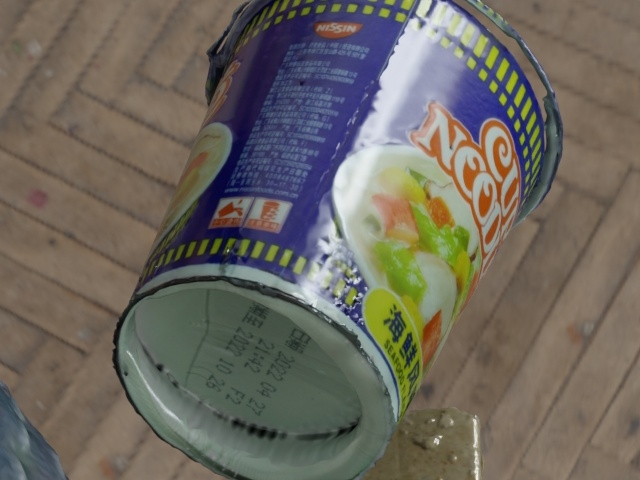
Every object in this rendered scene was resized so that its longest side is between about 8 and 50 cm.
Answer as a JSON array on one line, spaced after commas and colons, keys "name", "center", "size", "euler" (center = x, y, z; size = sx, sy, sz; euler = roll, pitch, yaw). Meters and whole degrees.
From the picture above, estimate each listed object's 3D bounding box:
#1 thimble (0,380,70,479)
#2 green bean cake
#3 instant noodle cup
[{"name": "thimble", "center": [-0.178, 0.151, 0.620], "size": [0.205, 0.172, 0.236], "euler": [-14, 29, 24]}, {"name": "green bean cake", "center": [0.071, 0.214, 1.298], "size": [0.109, 0.085, 0.179], "euler": [-1, 43, 7]}, {"name": "instant noodle cup", "center": [0.000, 0.000, 1.211], "size": [0.284, 0.284, 0.312], "euler": [14, 44, 12]}]
